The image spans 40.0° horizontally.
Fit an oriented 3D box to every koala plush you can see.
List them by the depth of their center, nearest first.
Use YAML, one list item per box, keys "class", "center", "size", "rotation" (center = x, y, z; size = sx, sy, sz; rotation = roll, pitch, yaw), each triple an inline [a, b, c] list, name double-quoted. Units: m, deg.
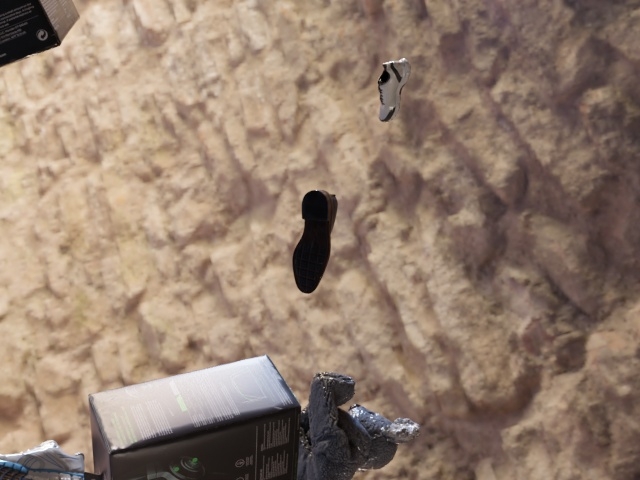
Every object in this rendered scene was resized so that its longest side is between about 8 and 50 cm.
- class: "koala plush"
  center: [0.059, 0.377, 1.645]
  size: [0.196, 0.221, 0.203]
  rotation: [-45, -133, 36]

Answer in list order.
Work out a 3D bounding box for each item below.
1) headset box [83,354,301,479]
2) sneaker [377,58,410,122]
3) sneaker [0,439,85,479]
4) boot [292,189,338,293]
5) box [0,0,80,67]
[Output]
- class: "headset box"
  center: [-0.184, 0.320, 1.232]
  size: [0.131, 0.283, 0.246]
  rotation: [-133, -142, -51]
- class: "sneaker"
  center: [0.103, -0.233, 1.367]
  size: [0.040, 0.044, 0.109]
  rotation: [54, -38, 43]
- class: "sneaker"
  center: [-0.511, 0.395, 1.572]
  size: [0.071, 0.191, 0.082]
  rotation: [-42, -141, 42]
- class: "boot"
  center: [0.000, 0.000, 1.850]
  size: [0.106, 0.082, 0.219]
  rotation: [-18, 119, -68]
- class: "box"
  center: [-0.380, -0.319, 1.046]
  size: [0.261, 0.103, 0.184]
  rotation: [-116, -174, -68]
